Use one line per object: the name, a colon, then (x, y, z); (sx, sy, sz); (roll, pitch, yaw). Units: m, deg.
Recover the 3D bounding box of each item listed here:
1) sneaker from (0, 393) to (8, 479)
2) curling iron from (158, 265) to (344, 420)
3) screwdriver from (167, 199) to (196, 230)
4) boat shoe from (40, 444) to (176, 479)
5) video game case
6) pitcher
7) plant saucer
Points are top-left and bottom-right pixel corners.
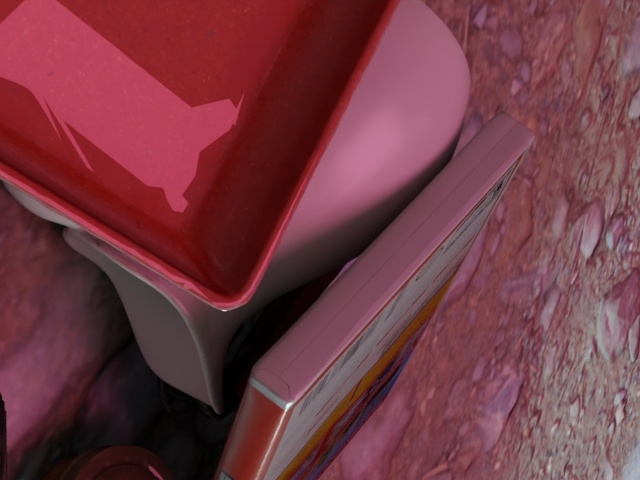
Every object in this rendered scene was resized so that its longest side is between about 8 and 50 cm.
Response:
sneaker: (-0.199, 0.093, 0.420); (0.234, 0.078, 0.106); (-3, 104, -59)
curling iron: (0.000, 0.000, 0.695); (0.274, 0.035, 0.068); (-47, 138, -33)
screwdriver: (-0.099, -0.043, 0.485); (0.170, 0.025, 0.024); (44, 84, -12)
boat shoe: (-0.122, 0.253, 0.576); (0.111, 0.104, 0.307); (3, 84, -46)
video game case: (0.008, 0.079, 0.633); (0.204, 0.025, 0.285); (-45, 165, -35)
pitcher: (-0.036, -0.049, 0.563); (0.207, 0.125, 0.178); (-47, 124, -17)
plant saucer: (-0.080, -0.144, 0.438); (0.258, 0.048, 0.259); (34, 74, -29)
